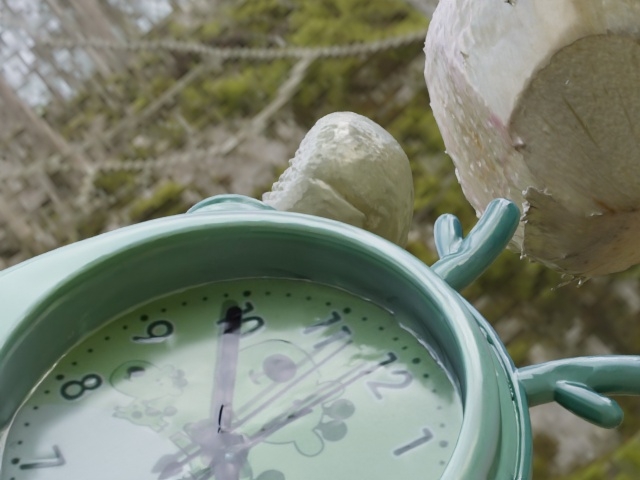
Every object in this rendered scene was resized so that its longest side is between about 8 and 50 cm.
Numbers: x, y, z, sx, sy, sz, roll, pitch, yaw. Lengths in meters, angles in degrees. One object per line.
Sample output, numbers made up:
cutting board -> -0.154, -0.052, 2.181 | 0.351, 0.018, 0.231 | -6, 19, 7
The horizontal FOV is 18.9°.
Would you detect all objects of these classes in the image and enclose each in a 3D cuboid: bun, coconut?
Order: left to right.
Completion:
bun -> 0.000, 0.000, 1.426 | 0.188, 0.111, 0.164 | -58, 6, -8
coconut -> 0.142, -0.088, 0.923 | 0.194, 0.194, 0.194 | -24, -38, -21

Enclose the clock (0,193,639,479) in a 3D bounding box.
clock -> -0.018, 0.060, 0.500 | 0.211, 0.159, 0.066 | -23, -43, -13
